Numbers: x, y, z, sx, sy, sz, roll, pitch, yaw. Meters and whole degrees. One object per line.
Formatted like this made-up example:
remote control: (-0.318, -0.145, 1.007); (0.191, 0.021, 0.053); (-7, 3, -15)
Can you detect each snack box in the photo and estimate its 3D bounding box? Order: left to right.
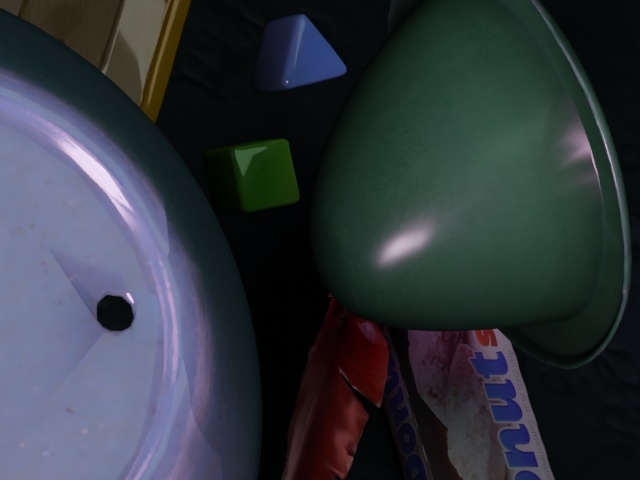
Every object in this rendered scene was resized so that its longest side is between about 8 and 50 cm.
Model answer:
snack box: (0.058, 0.067, 0.816); (0.064, 0.022, 0.178); (3, 58, -32)

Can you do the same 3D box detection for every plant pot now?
plant pot: (-0.131, 0.042, 0.523); (0.290, 0.195, 0.290); (8, 73, -26)

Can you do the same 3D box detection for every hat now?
hat: (0.000, 0.000, 0.726); (0.183, 0.173, 0.208); (-19, 47, -19)

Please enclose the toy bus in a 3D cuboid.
toy bus: (-0.114, -0.074, 0.737); (0.202, 0.104, 0.191); (-30, 103, -27)
